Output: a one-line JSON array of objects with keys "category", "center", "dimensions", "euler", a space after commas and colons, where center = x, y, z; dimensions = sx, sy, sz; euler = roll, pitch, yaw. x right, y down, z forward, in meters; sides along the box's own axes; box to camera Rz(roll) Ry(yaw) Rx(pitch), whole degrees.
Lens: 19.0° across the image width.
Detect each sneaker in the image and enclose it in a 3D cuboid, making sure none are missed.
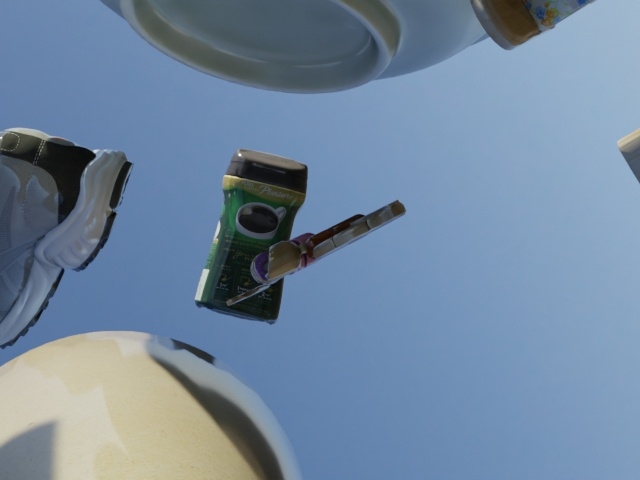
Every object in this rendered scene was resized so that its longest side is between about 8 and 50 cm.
[{"category": "sneaker", "center": [-0.227, -0.008, 1.404], "dimensions": [0.108, 0.271, 0.100], "euler": [26, -125, -14]}]

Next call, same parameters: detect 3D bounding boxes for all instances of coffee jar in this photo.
[{"category": "coffee jar", "center": [-0.073, -0.005, 2.108], "dimensions": [0.079, 0.096, 0.184], "euler": [159, 125, -86]}]

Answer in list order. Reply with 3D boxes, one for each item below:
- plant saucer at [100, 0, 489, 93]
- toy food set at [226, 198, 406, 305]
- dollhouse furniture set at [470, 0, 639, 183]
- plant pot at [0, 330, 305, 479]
[{"category": "plant saucer", "center": [-0.041, -0.201, 1.459], "dimensions": [0.400, 0.400, 0.100], "euler": [38, -121, -49]}, {"category": "toy food set", "center": [0.000, 0.000, 1.126], "dimensions": [0.019, 0.122, 0.078], "euler": [63, -161, 2]}, {"category": "dollhouse furniture set", "center": [0.177, -0.158, 0.996], "dimensions": [0.242, 0.212, 0.161], "euler": [58, -153, 0]}, {"category": "plant pot", "center": [-0.104, 0.197, 1.104], "dimensions": [0.256, 0.256, 0.274], "euler": [60, 172, -11]}]
